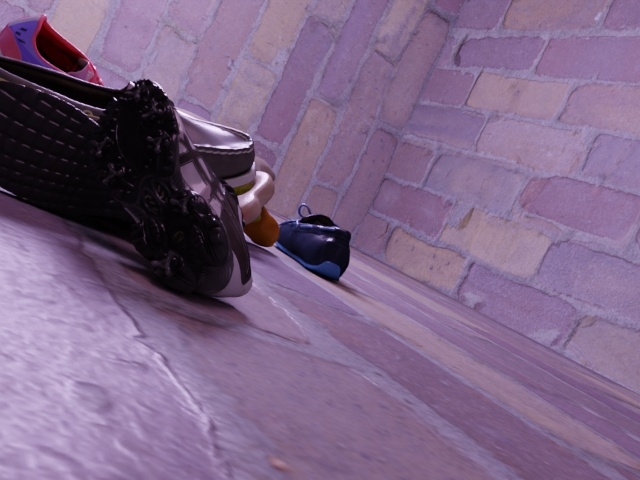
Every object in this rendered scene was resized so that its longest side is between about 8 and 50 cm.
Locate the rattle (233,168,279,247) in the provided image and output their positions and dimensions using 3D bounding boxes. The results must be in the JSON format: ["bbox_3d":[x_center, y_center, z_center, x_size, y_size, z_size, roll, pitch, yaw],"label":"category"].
[{"bbox_3d":[-0.112,-0.010,1.037,0.130,0.143,0.200,-7,26,-10],"label":"rattle"}]

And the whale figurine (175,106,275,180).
[{"bbox_3d":[-0.213,-0.127,1.188,0.272,0.141,0.216,25,8,10],"label":"whale figurine"}]

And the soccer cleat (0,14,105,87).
[{"bbox_3d":[-0.405,-0.244,1.264,0.116,0.109,0.318,-13,-45,32],"label":"soccer cleat"}]

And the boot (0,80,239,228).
[{"bbox_3d":[-0.202,-0.051,0.664,0.246,0.083,0.161,24,-10,-23],"label":"boot"}]

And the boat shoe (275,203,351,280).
[{"bbox_3d":[0.000,0.000,1.236,0.109,0.089,0.258,24,2,-27],"label":"boat shoe"}]

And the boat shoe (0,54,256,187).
[{"bbox_3d":[-0.210,-0.123,0.780,0.305,0.091,0.109,9,26,-14],"label":"boat shoe"}]

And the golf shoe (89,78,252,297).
[{"bbox_3d":[-0.110,-0.034,0.564,0.094,0.077,0.198,41,20,-58],"label":"golf shoe"}]
